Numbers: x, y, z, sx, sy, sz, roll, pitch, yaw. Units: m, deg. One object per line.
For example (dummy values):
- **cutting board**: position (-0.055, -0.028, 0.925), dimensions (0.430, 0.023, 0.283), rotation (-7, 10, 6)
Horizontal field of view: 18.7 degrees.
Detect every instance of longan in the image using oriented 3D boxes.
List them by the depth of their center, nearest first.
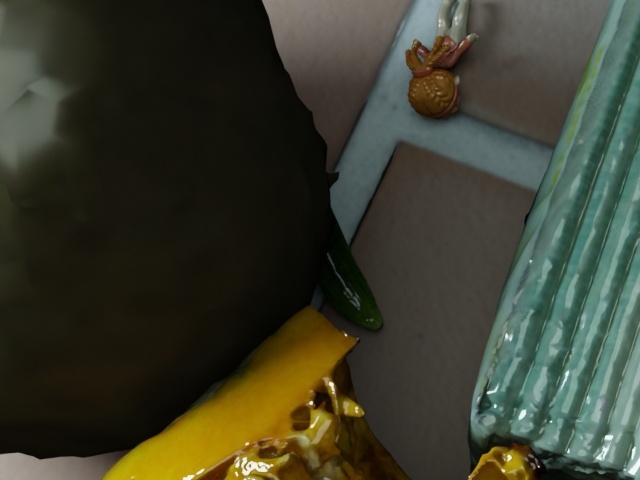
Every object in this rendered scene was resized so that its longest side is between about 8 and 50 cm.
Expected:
- **longan**: position (-0.178, -0.048, 1.350), dimensions (0.404, 0.436, 0.404), rotation (9, 64, -19)

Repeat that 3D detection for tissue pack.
- **tissue pack**: position (0.226, -0.004, 1.323), dimensions (0.162, 0.287, 0.388), rotation (19, 76, 10)

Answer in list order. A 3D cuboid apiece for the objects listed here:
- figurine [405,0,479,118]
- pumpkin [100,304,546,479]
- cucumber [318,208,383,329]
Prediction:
- **figurine**: position (0.094, -0.148, 1.530), dimensions (0.064, 0.047, 0.109), rotation (-5, 61, 40)
- **pumpkin**: position (0.021, 0.215, 1.218), dimensions (0.225, 0.256, 0.303), rotation (-34, 41, -17)
- **cucumber**: position (0.000, 0.000, 1.501), dimensions (0.039, 0.039, 0.168), rotation (-28, 70, 1)
